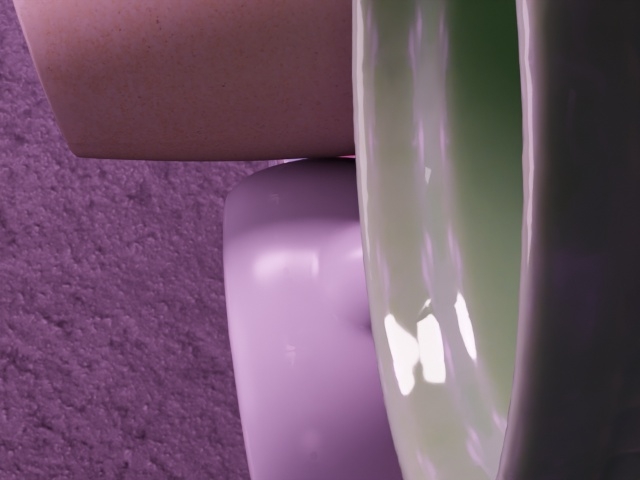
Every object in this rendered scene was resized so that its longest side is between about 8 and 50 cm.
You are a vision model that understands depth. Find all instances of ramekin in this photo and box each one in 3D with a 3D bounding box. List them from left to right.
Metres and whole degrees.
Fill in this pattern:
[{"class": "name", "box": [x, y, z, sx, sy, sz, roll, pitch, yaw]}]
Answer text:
[{"class": "ramekin", "box": [0.105, -0.045, 0.475, 0.303, 0.148, 0.303, 177, 90, -84]}]

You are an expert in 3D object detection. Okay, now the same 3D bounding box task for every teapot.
[{"class": "teapot", "box": [0.052, 0.066, 0.778, 0.256, 0.187, 0.253, -96, -2, -72]}]

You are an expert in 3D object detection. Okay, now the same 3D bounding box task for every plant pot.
[{"class": "plant pot", "box": [-0.019, -0.143, 0.726, 0.256, 0.274, 0.256, 161, 90, -86]}]

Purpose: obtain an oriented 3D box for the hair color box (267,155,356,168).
[{"class": "hair color box", "box": [0.000, 0.000, 1.578, 0.185, 0.113, 0.374, -101, 10, -49]}]
